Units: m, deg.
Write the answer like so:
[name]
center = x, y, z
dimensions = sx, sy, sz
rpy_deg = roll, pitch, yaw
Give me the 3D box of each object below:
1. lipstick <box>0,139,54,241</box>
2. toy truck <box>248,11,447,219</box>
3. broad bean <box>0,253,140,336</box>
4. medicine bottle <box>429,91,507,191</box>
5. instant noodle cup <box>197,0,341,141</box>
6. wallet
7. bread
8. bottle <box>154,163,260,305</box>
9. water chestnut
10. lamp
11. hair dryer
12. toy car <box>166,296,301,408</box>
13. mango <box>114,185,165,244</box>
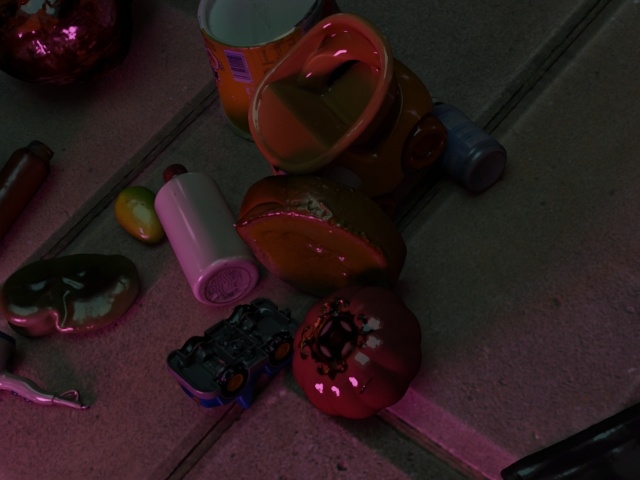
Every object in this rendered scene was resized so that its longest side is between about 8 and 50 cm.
[lipstick]
center = -0.548, 0.014, 1.837
dimensions = 0.077, 0.077, 0.418
rpy_deg = 17, 63, 27
[toy truck]
center = 0.036, -0.159, 1.661
dimensions = 0.288, 0.212, 0.204
rpy_deg = -50, 53, 15
[broad bean]
center = -0.373, 0.078, 1.753
dimensions = 0.207, 0.072, 0.153
rpy_deg = -13, 54, -7
[medicine bottle]
center = 0.183, -0.158, 1.730
dimensions = 0.083, 0.083, 0.203
rpy_deg = -35, 52, -9
[instant noodle cup]
center = -0.069, -0.312, 1.846
dimensions = 0.264, 0.200, 0.264
rpy_deg = -9, 53, 13
[wallet]
center = 0.382, 0.336, 1.339
dimensions = 0.247, 0.041, 0.323
rpy_deg = -25, 49, -2
[bread]
center = 0.000, 0.000, 1.582
dimensions = 0.236, 0.236, 0.070
rpy_deg = 8, 59, 23
[bottle]
center = -0.178, -0.022, 1.731
dimensions = 0.104, 0.104, 0.245
rpy_deg = -28, 53, -3
[water chestnut]
center = -0.463, -0.435, 1.976
dimensions = 0.335, 0.347, 0.335
rpy_deg = -11, 60, 19
[lamp]
center = 0.051, 0.146, 1.527
dimensions = 0.182, 0.140, 0.182
rpy_deg = -17, 56, 27
[hair dryer]
center = -0.449, 0.241, 1.676
dimensions = 0.199, 0.067, 0.167
rpy_deg = 35, 80, 18
[toy car]
center = -0.110, 0.163, 1.589
dimensions = 0.191, 0.100, 0.097
rpy_deg = -31, 49, -31
[mango]
center = -0.275, -0.038, 1.807
dimensions = 0.073, 0.056, 0.108
rpy_deg = -33, 65, -2
